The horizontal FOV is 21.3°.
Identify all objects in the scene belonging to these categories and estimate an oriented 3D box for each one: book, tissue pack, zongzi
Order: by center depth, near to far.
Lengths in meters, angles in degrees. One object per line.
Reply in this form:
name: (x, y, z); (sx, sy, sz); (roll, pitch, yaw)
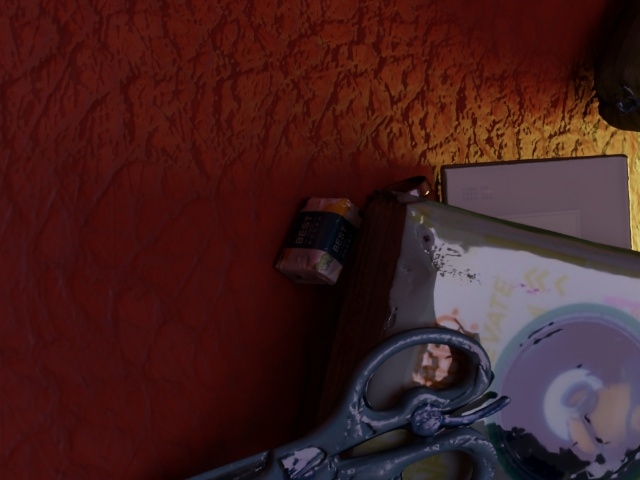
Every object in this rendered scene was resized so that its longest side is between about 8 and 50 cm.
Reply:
tissue pack: (0.000, 0.000, 1.663); (0.042, 0.062, 0.083); (41, 64, -41)
tissue pack: (0.210, 0.129, 1.689); (0.388, 0.162, 0.287); (13, 91, -17)
book: (0.242, 0.065, 1.858); (0.217, 0.021, 0.310); (-4, 94, -13)
zongzi: (0.441, -0.180, 2.056); (0.251, 0.125, 0.274); (-57, 132, -29)

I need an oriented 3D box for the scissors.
scissors: (-0.010, 0.199, 1.540); (0.393, 0.032, 0.180); (-16, 99, -11)

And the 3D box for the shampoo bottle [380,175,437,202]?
shampoo bottle: (0.130, 0.061, 1.775); (0.102, 0.064, 0.260); (-27, 104, -14)
